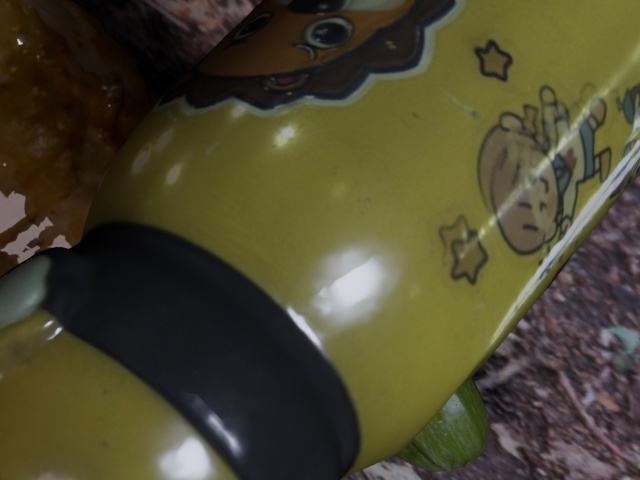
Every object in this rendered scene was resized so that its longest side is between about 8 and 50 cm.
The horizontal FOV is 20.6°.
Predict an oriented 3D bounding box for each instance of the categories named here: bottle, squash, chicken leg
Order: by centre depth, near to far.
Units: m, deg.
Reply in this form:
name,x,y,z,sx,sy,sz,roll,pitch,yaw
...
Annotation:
name,x,y,z,sx,sy,sz,roll,pitch,yaw
bottle,0.000,0.000,0.684,0.172,0.351,0.171,28,145,21
squash,0.016,0.036,0.983,0.239,0.069,0.069,51,148,-11
chicken leg,-0.240,-0.107,0.983,0.409,0.182,0.295,48,173,-31
